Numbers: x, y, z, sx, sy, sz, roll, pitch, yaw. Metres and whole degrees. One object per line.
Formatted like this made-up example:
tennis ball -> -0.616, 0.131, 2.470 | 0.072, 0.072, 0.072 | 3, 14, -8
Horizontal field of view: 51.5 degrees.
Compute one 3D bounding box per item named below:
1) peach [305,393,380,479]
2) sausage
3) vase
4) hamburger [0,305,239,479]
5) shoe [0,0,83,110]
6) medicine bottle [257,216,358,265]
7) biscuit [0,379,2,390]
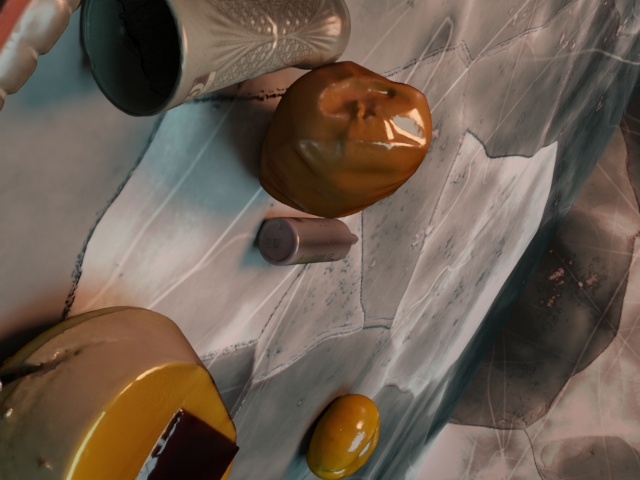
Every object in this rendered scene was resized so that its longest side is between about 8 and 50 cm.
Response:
peach -> 0.046, 0.379, 1.273 | 0.179, 0.103, 0.179 | -38, 148, -30
sausage -> 0.013, -0.086, 0.620 | 0.241, 0.136, 0.120 | 136, -43, -79
vase -> -0.062, -0.159, 0.510 | 0.219, 0.096, 0.096 | -28, 141, -50
hamburger -> -0.190, 0.186, 0.601 | 0.227, 0.151, 0.295 | -49, 146, -31
shoe -> -0.219, -0.086, 0.279 | 0.291, 0.114, 0.137 | -55, 159, -12
medicine bottle -> 0.000, 0.000, 0.829 | 0.199, 0.057, 0.057 | -2, 120, -61
biscuit -> -0.294, 0.051, 0.209 | 0.309, 0.079, 0.186 | 37, 89, -27
